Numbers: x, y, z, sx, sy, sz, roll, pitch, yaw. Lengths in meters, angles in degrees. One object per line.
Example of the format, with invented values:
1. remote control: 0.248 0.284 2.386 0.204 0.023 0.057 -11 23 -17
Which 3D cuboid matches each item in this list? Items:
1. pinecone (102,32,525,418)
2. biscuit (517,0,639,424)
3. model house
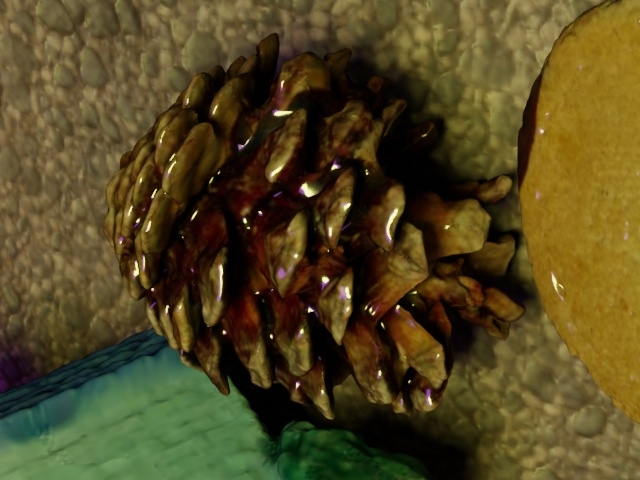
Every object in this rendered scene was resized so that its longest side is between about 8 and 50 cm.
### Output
1. pinecone: -0.005 0.001 0.997 0.204 0.184 0.179 36 137 17
2. biscuit: 0.175 -0.014 0.925 0.226 0.042 0.226 19 115 47
3. model house: -0.107 0.185 1.144 0.329 0.252 0.295 43 157 43
